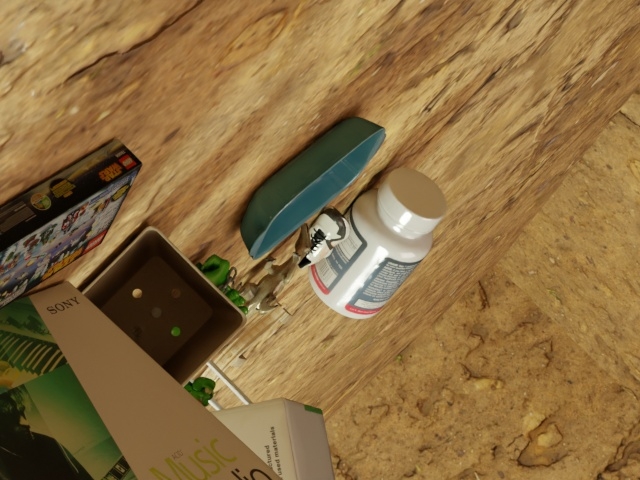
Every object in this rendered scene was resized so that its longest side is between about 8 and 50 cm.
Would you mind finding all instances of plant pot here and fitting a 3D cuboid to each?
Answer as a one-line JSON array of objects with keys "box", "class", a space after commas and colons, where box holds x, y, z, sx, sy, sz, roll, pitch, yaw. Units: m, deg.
[{"box": [-0.134, 0.062, 1.254, 0.109, 0.109, 0.096, -45, -177, -2], "class": "plant pot"}]

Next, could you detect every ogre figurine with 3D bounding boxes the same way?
[{"box": [-0.139, 0.110, 1.476, 0.197, 0.097, 0.118, -33, -160, 45], "class": "ogre figurine"}]

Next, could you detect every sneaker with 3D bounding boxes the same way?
[{"box": [0.000, 0.000, 1.748, 0.044, 0.040, 0.109, -37, 168, -31], "class": "sneaker"}]

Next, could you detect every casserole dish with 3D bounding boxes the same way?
[{"box": [-0.012, -0.055, 1.471, 0.188, 0.037, 0.114, -39, 169, -30], "class": "casserole dish"}]

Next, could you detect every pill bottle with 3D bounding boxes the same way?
[{"box": [0.072, 0.001, 1.854, 0.108, 0.108, 0.180, -34, 166, -50], "class": "pill bottle"}]

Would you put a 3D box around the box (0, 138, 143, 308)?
[{"box": [-0.181, -0.002, 0.988, 0.137, 0.027, 0.094, -37, 169, -41], "class": "box"}]

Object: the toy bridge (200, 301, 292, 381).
[{"box": [-0.109, 0.146, 1.942, 0.188, 0.026, 0.063, -46, 170, 1], "class": "toy bridge"}]

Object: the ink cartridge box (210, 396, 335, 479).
[{"box": [-0.143, 0.234, 1.436, 0.289, 0.121, 0.211, -12, 170, 8], "class": "ink cartridge box"}]

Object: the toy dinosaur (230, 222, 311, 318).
[{"box": [-0.065, 0.061, 1.689, 0.183, 0.053, 0.092, -46, 172, 5], "class": "toy dinosaur"}]

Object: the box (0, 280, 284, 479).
[{"box": [-0.130, 0.169, 1.041, 0.058, 0.322, 0.232, -54, 169, 21], "class": "box"}]

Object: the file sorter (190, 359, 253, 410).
[{"box": [-0.181, 0.269, 1.715, 0.193, 0.173, 0.277, -40, 169, -34], "class": "file sorter"}]
